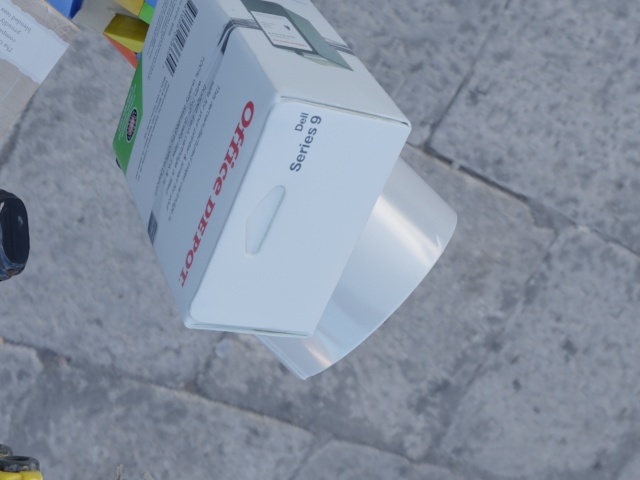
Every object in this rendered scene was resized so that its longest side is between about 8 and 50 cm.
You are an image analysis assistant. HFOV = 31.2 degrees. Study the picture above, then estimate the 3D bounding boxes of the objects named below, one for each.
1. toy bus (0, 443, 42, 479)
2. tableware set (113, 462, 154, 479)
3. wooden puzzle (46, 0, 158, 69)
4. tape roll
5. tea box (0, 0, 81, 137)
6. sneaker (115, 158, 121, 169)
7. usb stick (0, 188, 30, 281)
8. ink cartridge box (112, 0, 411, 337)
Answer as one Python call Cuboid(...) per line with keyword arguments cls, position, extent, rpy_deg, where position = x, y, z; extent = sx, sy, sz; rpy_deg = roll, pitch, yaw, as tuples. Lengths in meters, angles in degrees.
Cuboid(cls="toy bus", position=(-0.517, 0.367, 1.605), extent=(0.211, 0.220, 0.150), rpy_deg=(10, 86, -40))
Cuboid(cls="tableware set", position=(-0.274, 0.352, 1.517), extent=(0.128, 0.039, 0.194), rpy_deg=(-47, 169, -17))
Cuboid(cls="wooden puzzle", position=(-0.330, -0.391, 1.783), extent=(0.348, 0.322, 0.080), rpy_deg=(36, 62, -3))
Cuboid(cls="tape roll", position=(0.000, 0.000, 1.199), extent=(0.169, 0.246, 0.246), rpy_deg=(43, 90, -9))
Cuboid(cls="tea box", position=(-0.514, -0.292, 1.359), extent=(0.329, 0.323, 0.220), rpy_deg=(37, 90, -37))
Cuboid(cls="sneaker", position=(-0.312, -0.121, 1.880), extent=(0.031, 0.083, 0.035), rpy_deg=(-58, 146, 5))
Cuboid(cls="usb stick", position=(-0.348, 0.012, 1.006), extent=(0.045, 0.278, 0.077), rpy_deg=(1, 82, -49))
Cuboid(cls="ink cartridge box", position=(-0.065, -0.086, 0.959), extent=(0.121, 0.289, 0.211), rpy_deg=(9, 120, -29))
